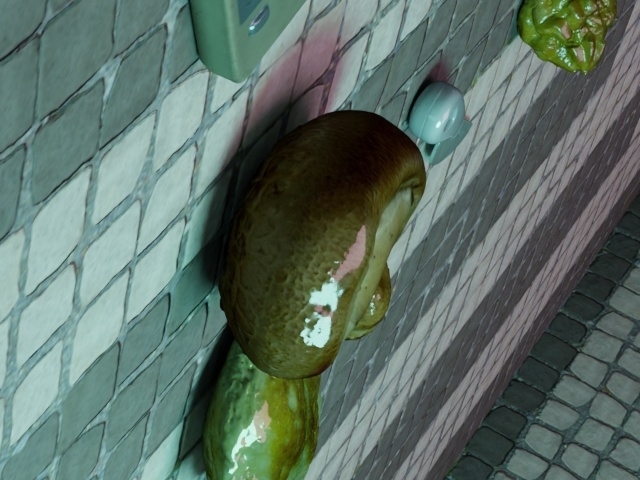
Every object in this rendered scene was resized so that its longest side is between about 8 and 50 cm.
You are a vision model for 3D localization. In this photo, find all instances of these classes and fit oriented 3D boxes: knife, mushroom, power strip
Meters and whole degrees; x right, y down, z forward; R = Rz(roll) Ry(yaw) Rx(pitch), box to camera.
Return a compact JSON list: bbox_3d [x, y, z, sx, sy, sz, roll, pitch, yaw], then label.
[{"bbox_3d":[0.147,-0.126,2.181,0.080,0.044,0.331,-63,169,0],"label":"knife"},{"bbox_3d":[0.000,0.000,1.638,0.253,0.153,0.253,23,90,-84],"label":"mushroom"},{"bbox_3d":[-0.048,-0.215,1.298,0.118,0.046,0.270,-57,166,-21],"label":"power strip"}]

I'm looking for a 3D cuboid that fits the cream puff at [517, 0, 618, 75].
[{"bbox_3d":[0.315,-0.285,2.321,0.146,0.116,0.146,-53,164,-23],"label":"cream puff"}]

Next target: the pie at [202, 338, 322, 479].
[{"bbox_3d":[-0.057,0.168,1.897,0.274,0.105,0.257,37,66,-78],"label":"pie"}]
